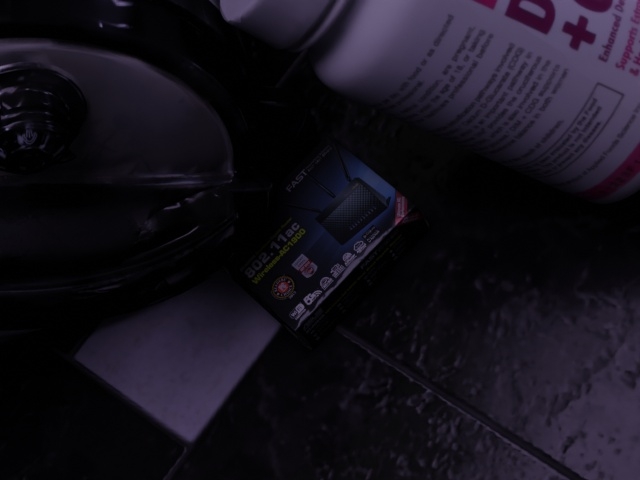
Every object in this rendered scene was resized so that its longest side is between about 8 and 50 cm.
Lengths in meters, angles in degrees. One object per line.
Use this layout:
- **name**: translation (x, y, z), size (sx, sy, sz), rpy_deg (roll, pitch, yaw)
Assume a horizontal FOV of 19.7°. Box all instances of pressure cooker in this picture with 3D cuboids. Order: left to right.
- **pressure cooker**: translation (-0.239, -0.124, 1.214), size (0.370, 0.375, 0.420), rpy_deg (-25, 57, 13)

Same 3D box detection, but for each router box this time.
- **router box**: translation (0.000, 0.000, 1.269), size (0.122, 0.038, 0.092), rpy_deg (-46, 58, -6)

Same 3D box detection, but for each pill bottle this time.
- **pill bottle**: translation (0.091, -0.143, 1.151), size (0.160, 0.283, 0.160), rpy_deg (-52, 26, 39)
